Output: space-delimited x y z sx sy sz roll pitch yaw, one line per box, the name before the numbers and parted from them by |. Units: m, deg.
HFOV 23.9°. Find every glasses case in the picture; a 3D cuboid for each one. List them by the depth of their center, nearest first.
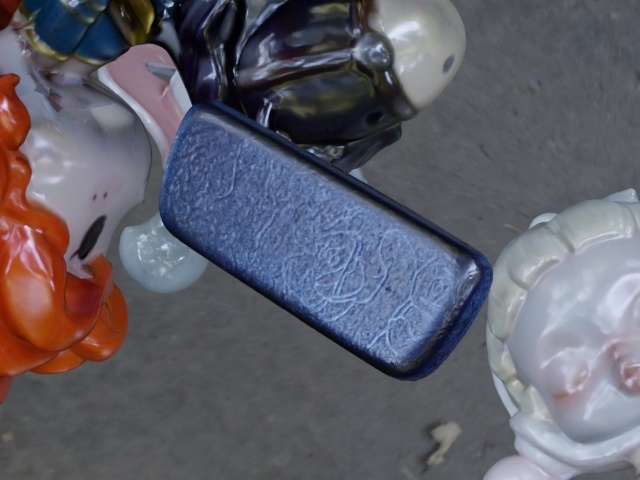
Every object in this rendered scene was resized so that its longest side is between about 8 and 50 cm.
glasses case | 0.000 0.000 0.333 0.083 0.023 0.033 32 104 29

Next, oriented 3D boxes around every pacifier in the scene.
pacifier | -0.102 -0.077 1.502 0.273 0.220 0.332 -34 55 -6

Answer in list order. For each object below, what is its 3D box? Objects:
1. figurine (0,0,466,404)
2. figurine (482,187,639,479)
figurine | -0.121 -0.106 0.792 0.411 0.241 0.306 -29 115 6
figurine | 0.171 0.072 0.704 0.182 0.144 0.257 -48 59 36
